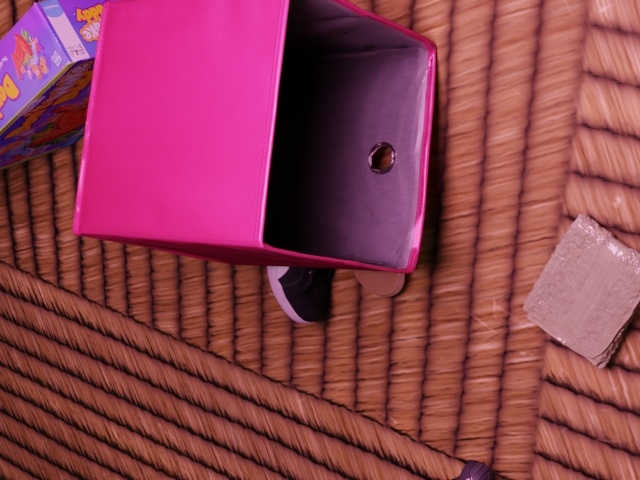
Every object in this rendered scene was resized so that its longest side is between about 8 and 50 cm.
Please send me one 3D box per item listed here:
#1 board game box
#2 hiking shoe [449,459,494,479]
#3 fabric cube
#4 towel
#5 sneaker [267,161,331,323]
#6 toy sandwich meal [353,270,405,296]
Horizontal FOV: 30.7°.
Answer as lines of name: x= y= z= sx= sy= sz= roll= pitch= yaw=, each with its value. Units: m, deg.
board game box: x=-0.327 y=-0.195 z=1.442 sx=0.347 sy=0.233 sz=0.078 roll=-31 pitch=89 yaw=43
hiking shoe: x=0.126 y=0.330 z=1.412 sx=0.114 sy=0.086 sz=0.227 roll=38 pitch=130 yaw=16
fabric cube: x=-0.062 y=-0.104 z=1.205 sx=0.258 sy=0.259 sz=0.254 roll=1 pitch=83 yaw=38
towel: x=0.278 y=0.053 z=1.205 sx=0.110 sy=0.027 sz=0.148 roll=37 pitch=129 yaw=22
sneaker: x=0.000 y=0.000 z=1.369 sx=0.121 sy=0.079 sz=0.217 roll=2 pitch=109 yaw=40
toy sandwich meal: x=0.072 y=0.026 z=1.359 sx=0.085 sy=0.029 sz=0.086 roll=21 pitch=126 yaw=33
